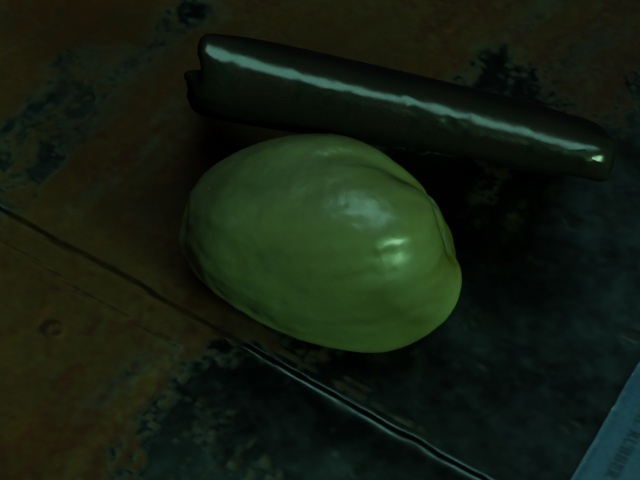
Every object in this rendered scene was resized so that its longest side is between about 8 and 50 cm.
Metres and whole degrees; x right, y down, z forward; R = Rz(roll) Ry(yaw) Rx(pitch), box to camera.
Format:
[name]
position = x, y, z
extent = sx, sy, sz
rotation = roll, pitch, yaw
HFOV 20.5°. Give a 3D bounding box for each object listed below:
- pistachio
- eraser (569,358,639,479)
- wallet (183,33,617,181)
[pistachio]
position = 0.000, 0.000, 0.916
extent = 0.149, 0.113, 0.113
rotation = 4, 43, 14
[eraser]
position = 0.172, 0.118, 0.871
extent = 0.082, 0.036, 0.225
rotation = 25, 47, 16
[wallet]
position = 0.041, -0.071, 0.973
extent = 0.229, 0.049, 0.182
rotation = 11, 4, -2
